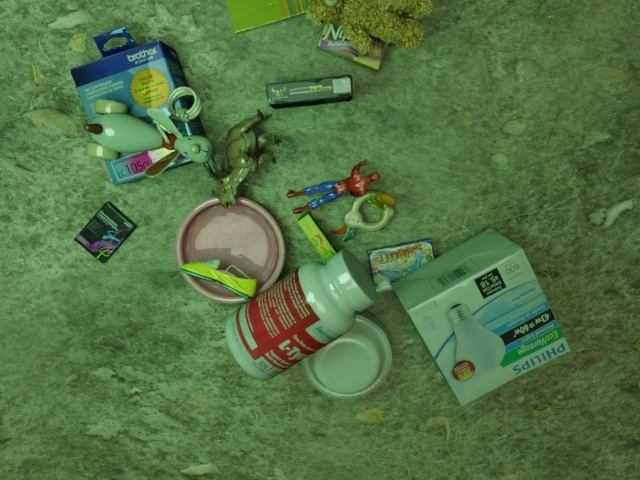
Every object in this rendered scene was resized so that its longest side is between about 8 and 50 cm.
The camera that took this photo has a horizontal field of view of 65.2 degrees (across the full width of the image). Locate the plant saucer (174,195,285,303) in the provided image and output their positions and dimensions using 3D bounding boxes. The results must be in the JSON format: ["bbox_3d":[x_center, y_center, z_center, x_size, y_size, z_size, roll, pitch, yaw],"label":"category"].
[{"bbox_3d":[-0.270,0.024,1.527,0.332,0.084,0.332,0,101,1],"label":"plant saucer"}]

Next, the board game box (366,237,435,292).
[{"bbox_3d":[0.255,0.077,1.557,0.201,0.035,0.136,-12,100,2],"label":"board game box"}]

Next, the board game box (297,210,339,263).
[{"bbox_3d":[0.000,0.000,1.515,0.043,0.092,0.181,-35,98,5],"label":"board game box"}]

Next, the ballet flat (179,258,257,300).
[{"bbox_3d":[-0.293,0.099,1.469,0.231,0.077,0.077,24,79,-7],"label":"ballet flat"}]

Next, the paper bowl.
[{"bbox_3d":[0.079,0.357,1.555,0.284,0.148,0.284,0,102,0],"label":"paper bowl"}]

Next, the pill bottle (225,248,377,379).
[{"bbox_3d":[-0.051,0.205,1.421,0.408,0.229,0.229,-35,99,16],"label":"pill bottle"}]

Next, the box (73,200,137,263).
[{"bbox_3d":[-0.664,-0.025,1.547,0.116,0.029,0.162,42,97,-7],"label":"box"}]

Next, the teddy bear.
[{"bbox_3d":[0.128,-0.621,1.320,0.338,0.113,0.245,31,122,-9],"label":"teddy bear"}]

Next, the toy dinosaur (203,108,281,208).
[{"bbox_3d":[-0.233,-0.257,1.425,0.200,0.127,0.295,-9,60,35],"label":"toy dinosaur"}]

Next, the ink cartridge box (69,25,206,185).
[{"bbox_3d":[-0.511,-0.385,1.421,0.270,0.151,0.395,-18,98,3],"label":"ink cartridge box"}]

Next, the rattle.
[{"bbox_3d":[0.129,-0.060,1.485,0.200,0.142,0.130,-30,118,-1],"label":"rattle"}]

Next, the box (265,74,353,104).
[{"bbox_3d":[-0.028,-0.410,1.393,0.233,0.183,0.059,-5,100,2],"label":"box"}]

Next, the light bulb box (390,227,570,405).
[{"bbox_3d":[0.459,0.220,1.467,0.358,0.225,0.361,-30,106,6],"label":"light bulb box"}]

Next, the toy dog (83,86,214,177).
[{"bbox_3d":[-0.459,-0.271,1.284,0.334,0.161,0.220,-9,101,2],"label":"toy dog"}]

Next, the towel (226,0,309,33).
[{"bbox_3d":[-0.144,-0.672,1.430,0.237,0.021,0.102,-15,95,4],"label":"towel"}]

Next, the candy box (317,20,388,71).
[{"bbox_3d":[0.096,-0.570,1.429,0.187,0.053,0.109,21,99,-5],"label":"candy box"}]

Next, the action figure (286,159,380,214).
[{"bbox_3d":[0.054,-0.162,1.496,0.280,0.139,0.091,-14,104,25],"label":"action figure"}]
